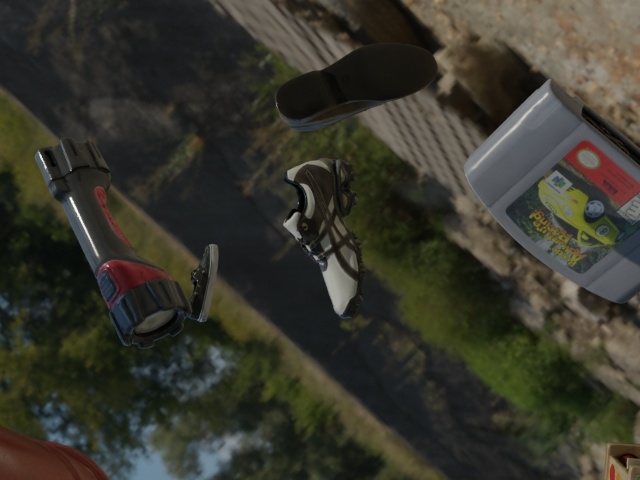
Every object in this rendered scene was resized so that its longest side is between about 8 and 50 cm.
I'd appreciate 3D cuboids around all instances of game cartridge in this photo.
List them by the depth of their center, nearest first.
[{"bbox_3d":[0.341,-0.050,1.351,0.294,0.196,0.060,38,-139,-7],"label":"game cartridge"}]

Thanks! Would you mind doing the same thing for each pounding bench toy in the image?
[{"bbox_3d":[0.217,0.181,0.682,0.052,0.083,0.065,3,-176,0],"label":"pounding bench toy"}]

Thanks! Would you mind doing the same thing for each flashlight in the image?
[{"bbox_3d":[-0.278,-0.004,1.403,0.304,0.103,0.103,60,171,26],"label":"flashlight"}]

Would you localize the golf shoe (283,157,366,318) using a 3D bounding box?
[{"bbox_3d":[0.000,0.000,1.266,0.077,0.093,0.198,157,107,-71],"label":"golf shoe"}]

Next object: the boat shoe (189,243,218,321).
[{"bbox_3d":[-0.207,0.071,1.812,0.040,0.142,0.049,13,158,-16],"label":"boat shoe"}]

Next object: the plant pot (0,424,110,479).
[{"bbox_3d":[-0.372,0.286,1.038,0.272,0.272,0.265,42,168,31],"label":"plant pot"}]

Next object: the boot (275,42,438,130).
[{"bbox_3d":[0.067,-0.281,1.935,0.115,0.305,0.112,76,177,-74],"label":"boot"}]
